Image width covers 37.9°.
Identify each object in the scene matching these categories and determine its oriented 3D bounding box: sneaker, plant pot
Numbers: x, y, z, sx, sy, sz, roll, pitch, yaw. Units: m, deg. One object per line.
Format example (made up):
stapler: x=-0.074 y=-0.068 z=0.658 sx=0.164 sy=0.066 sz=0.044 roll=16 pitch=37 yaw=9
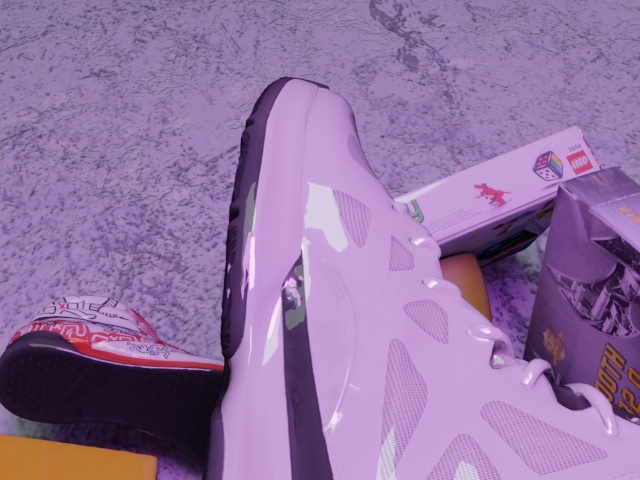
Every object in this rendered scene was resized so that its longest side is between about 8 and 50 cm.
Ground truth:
sneaker: x=0.067 y=0.082 z=0.559 sx=0.257 sy=0.169 sz=0.448 roll=4 pitch=50 yaw=-3
plant pot: x=0.096 y=0.084 z=0.804 sx=0.134 sy=0.134 sz=0.095 roll=-21 pitch=73 yaw=-19
sneaker: x=-0.126 y=0.116 z=0.793 sx=0.270 sy=0.090 sz=0.145 roll=15 pitch=13 yaw=-8

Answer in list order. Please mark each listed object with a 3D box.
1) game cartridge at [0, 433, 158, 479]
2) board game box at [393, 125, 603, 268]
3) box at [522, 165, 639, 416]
game cartridge: x=-0.260 y=0.265 z=0.605 sx=0.285 sy=0.053 sz=0.324 roll=11 pitch=41 yaw=-13
board game box: x=0.075 y=0.011 z=0.815 sx=0.305 sy=0.193 sz=0.053 roll=-22 pitch=75 yaw=-14
box: x=0.235 y=0.089 z=0.696 sx=0.056 sy=0.231 sz=0.183 roll=-17 pitch=43 yaw=-20
